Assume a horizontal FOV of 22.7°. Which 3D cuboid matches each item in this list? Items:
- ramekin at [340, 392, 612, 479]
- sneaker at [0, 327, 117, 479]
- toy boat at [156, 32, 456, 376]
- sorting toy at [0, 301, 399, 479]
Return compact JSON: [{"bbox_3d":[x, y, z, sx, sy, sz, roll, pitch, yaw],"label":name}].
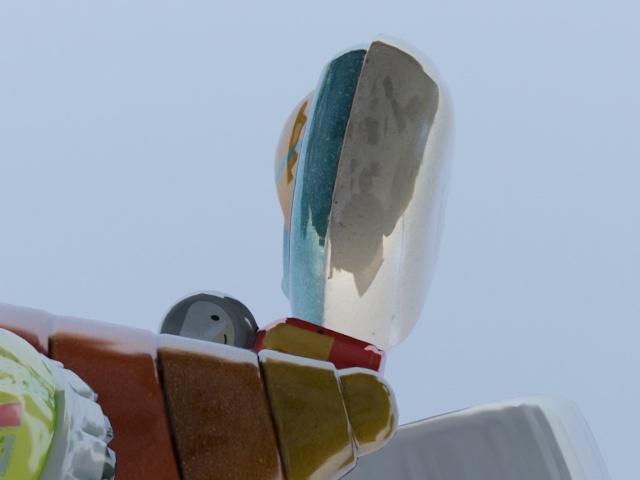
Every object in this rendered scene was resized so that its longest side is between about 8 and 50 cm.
[{"bbox_3d":[0.053,0.188,0.954,0.277,0.277,0.135,-16,-102,-6],"label":"ramekin"},{"bbox_3d":[-0.105,0.069,0.309,0.094,0.081,0.208,35,-155,-14],"label":"sneaker"},{"bbox_3d":[0.000,0.000,1.126,0.148,0.267,0.318,13,-142,10],"label":"toy boat"},{"bbox_3d":[-0.009,0.183,0.483,0.126,0.127,0.365,-14,-89,-3],"label":"sorting toy"}]
